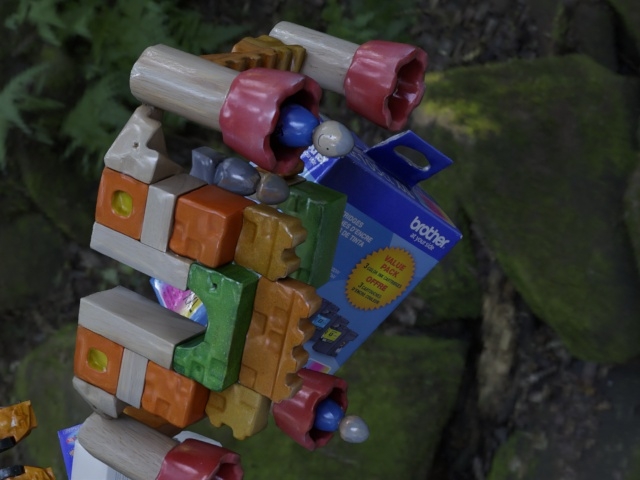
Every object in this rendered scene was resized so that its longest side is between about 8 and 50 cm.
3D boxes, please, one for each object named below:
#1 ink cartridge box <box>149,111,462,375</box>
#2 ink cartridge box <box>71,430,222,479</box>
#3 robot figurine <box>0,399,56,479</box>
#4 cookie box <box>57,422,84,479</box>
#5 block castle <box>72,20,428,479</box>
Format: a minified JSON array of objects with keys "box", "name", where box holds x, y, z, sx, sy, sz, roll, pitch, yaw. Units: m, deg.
[{"box":[0.000,0.000,1.603,0.395,0.270,0.151,-49,42,11],"name":"ink cartridge box"},{"box":[-0.290,0.415,1.958,0.100,0.237,0.172,11,95,46],"name":"ink cartridge box"},{"box":[-0.527,0.341,1.657,0.085,0.291,0.211,128,123,-71],"name":"robot figurine"},{"box":[-0.409,0.378,2.098,0.040,0.092,0.107,84,166,-53],"name":"cookie box"},{"box":[-0.047,0.031,1.135,0.213,0.303,0.453,23,114,24],"name":"block castle"}]
